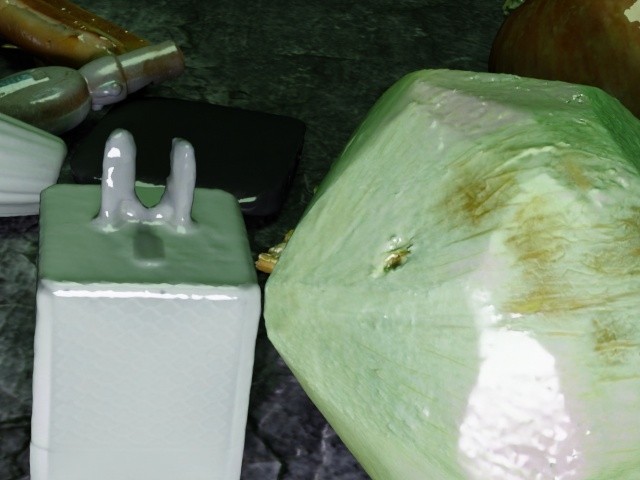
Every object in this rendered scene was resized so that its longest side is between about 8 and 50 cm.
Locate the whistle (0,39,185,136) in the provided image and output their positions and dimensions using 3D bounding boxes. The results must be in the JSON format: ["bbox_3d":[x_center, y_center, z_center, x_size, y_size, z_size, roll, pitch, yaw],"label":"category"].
[{"bbox_3d":[-0.237,-0.147,1.342,0.220,0.057,0.107,-20,29,-18],"label":"whistle"}]

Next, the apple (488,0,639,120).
[{"bbox_3d":[0.301,-0.133,1.294,0.278,0.250,0.309,-17,4,23],"label":"apple"}]

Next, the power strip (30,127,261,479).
[{"bbox_3d":[-0.116,0.040,0.906,0.139,0.224,0.140,2,30,-10],"label":"power strip"}]

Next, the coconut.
[{"bbox_3d":[0.115,0.041,0.915,0.329,0.281,0.328,8,66,-18],"label":"coconut"}]

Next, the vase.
[{"bbox_3d":[-0.342,-0.076,1.170,0.248,0.128,0.128,10,28,-13],"label":"vase"}]

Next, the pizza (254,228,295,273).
[{"bbox_3d":[0.000,0.000,1.207,0.123,0.026,0.108,1,28,-10],"label":"pizza"}]

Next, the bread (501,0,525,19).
[{"bbox_3d":[0.332,-0.307,1.722,0.152,0.129,0.268,15,29,21],"label":"bread"}]

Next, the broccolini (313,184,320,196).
[{"bbox_3d":[0.093,-0.003,1.209,0.216,0.058,0.067,12,-3,11],"label":"broccolini"}]

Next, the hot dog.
[{"bbox_3d":[-0.272,-0.211,1.474,0.250,0.076,0.104,31,17,29],"label":"hot dog"}]

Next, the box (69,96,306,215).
[{"bbox_3d":[-0.120,-0.083,1.307,0.201,0.042,0.212,9,28,2],"label":"box"}]
